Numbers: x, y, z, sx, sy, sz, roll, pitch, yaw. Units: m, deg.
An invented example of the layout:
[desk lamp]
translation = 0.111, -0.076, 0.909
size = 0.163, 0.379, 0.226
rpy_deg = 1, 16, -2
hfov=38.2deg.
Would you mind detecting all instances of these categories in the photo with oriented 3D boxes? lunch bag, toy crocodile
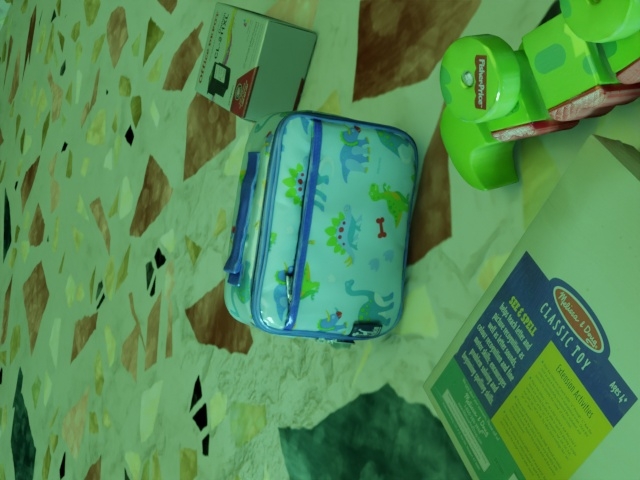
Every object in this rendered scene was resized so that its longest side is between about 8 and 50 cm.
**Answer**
[lunch bag]
translation = 0.000, -0.012, 0.896
size = 0.090, 0.176, 0.219
rpy_deg = 9, 89, 59
[toy crocodile]
translation = 0.198, -0.134, 0.668
size = 0.340, 0.115, 0.105
rpy_deg = -31, 76, 54

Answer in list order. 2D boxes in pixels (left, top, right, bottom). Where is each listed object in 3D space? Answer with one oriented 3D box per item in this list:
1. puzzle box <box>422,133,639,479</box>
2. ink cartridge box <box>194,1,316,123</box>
[puzzle box]
translation = 0.228, 0.151, 0.602
size = 0.272, 0.052, 0.409
rpy_deg = -62, 36, 30
[ink cartridge box]
translation = -0.089, -0.229, 1.195
size = 0.175, 0.072, 0.127
rpy_deg = 36, 114, 55
